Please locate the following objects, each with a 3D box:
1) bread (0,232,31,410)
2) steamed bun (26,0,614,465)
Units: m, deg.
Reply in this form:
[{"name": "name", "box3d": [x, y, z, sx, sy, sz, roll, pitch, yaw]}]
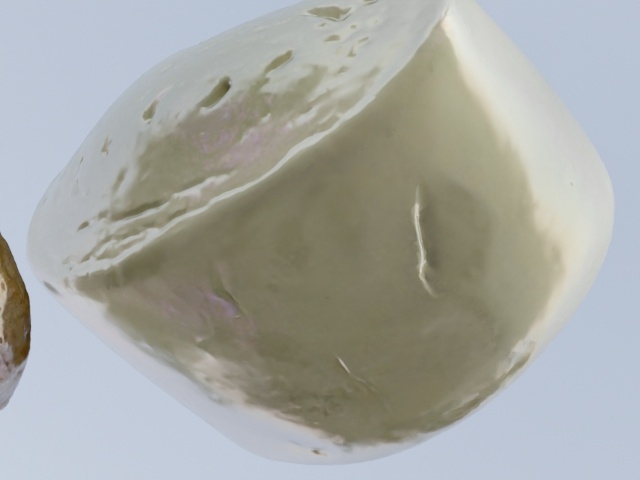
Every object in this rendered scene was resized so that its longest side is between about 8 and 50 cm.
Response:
[{"name": "bread", "box3d": [-0.326, 0.062, 0.952, 0.229, 0.123, 0.230, 2, -74, 6]}, {"name": "steamed bun", "box3d": [0.000, 0.000, 1.118, 0.455, 0.290, 0.371, -30, -51, 24]}]
